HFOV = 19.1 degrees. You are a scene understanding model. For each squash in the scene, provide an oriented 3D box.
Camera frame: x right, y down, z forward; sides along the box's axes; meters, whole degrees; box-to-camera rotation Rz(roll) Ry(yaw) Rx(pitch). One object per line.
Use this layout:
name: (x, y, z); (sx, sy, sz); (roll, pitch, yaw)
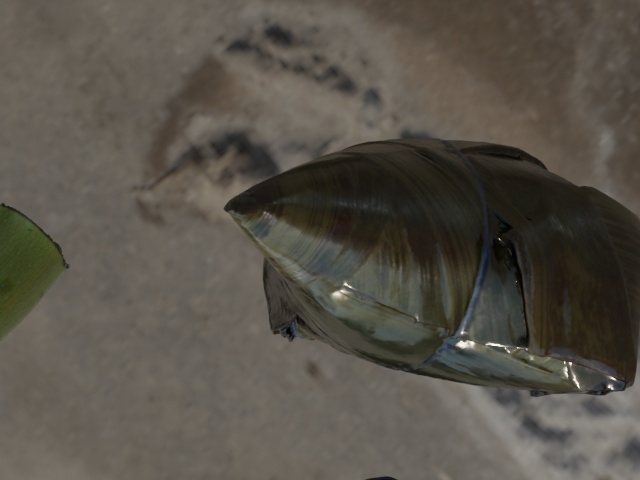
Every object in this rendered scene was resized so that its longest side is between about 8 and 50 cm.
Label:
squash: (-0.363, 0.055, 1.942); (0.123, 0.187, 0.123); (34, 156, 18)

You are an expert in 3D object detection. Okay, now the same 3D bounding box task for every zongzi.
zongzi: (0.000, 0.000, 1.081); (0.286, 0.300, 0.138); (6, 86, 51)

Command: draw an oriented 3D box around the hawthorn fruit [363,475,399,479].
hawthorn fruit: (0.042, 0.345, 1.794); (0.249, 0.215, 0.215); (34, 148, 62)
